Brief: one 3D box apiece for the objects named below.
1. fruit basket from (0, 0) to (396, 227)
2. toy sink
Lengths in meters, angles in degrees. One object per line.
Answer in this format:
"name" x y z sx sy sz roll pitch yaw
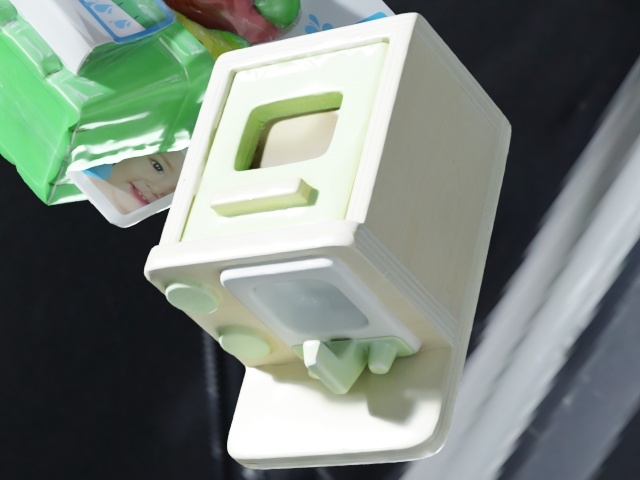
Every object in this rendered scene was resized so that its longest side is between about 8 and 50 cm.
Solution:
"fruit basket" -0.122 -0.190 1.506 0.353 0.327 0.165 -31 -21 -33
"toy sink" 0.000 0.000 1.169 0.131 0.152 0.234 45 -130 -41
